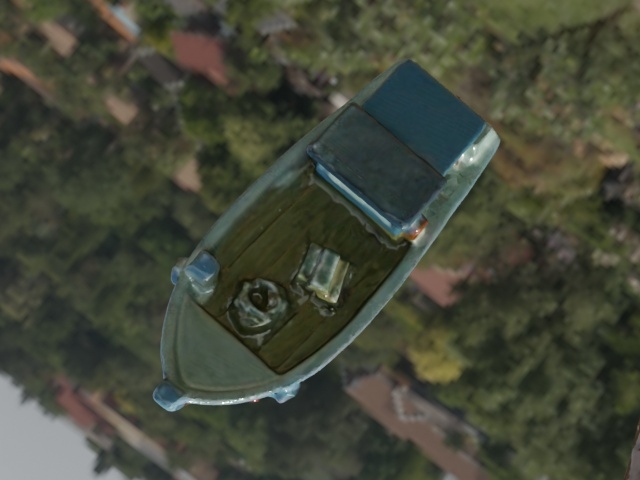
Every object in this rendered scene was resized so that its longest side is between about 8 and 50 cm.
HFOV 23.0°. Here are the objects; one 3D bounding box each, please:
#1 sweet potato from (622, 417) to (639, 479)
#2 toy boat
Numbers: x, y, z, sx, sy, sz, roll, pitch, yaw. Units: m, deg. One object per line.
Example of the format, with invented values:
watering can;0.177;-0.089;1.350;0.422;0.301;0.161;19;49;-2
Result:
sweet potato;0.172;0.106;0.704;0.072;0.314;0.066;20;167;16
toy boat;0.000;0.000;0.587;0.069;0.173;0.059;41;167;9
